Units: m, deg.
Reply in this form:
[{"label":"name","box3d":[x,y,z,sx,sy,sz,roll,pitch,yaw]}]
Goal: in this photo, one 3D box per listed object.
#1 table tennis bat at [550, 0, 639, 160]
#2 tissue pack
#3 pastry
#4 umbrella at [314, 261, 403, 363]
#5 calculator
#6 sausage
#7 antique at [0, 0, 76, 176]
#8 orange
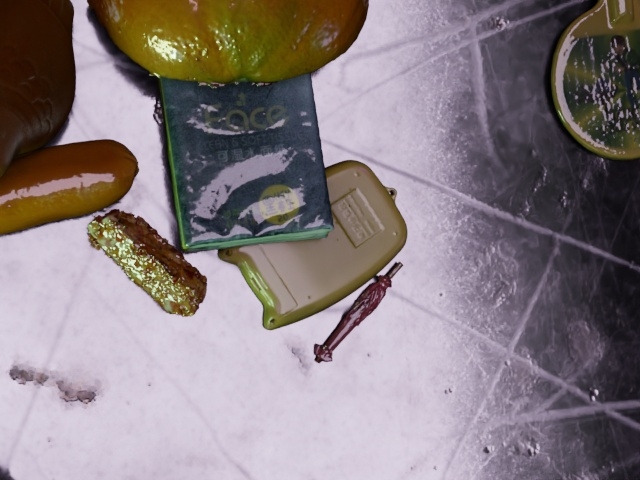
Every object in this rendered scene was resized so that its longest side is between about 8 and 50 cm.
[{"label":"table tennis bat","box3d":[0.391,-0.264,1.949,0.198,0.050,0.321,-6,94,-8]},{"label":"tissue pack","box3d":[-0.095,-0.121,1.825,0.185,0.081,0.257,-7,81,-11]},{"label":"pastry","box3d":[-0.206,0.021,1.820,0.169,0.087,0.063,45,49,-6]},{"label":"umbrella","box3d":[0.049,0.090,1.888,0.027,0.025,0.165,43,84,-28]},{"label":"calculator","box3d":[0.000,0.000,1.878,0.236,0.033,0.157,-35,93,-10]},{"label":"sausage","box3d":[-0.334,-0.064,1.793,0.238,0.098,0.098,-16,91,-7]},{"label":"antique","box3d":[-0.387,-0.193,1.734,0.223,0.129,0.278,40,51,-43]},{"label":"orange","box3d":[-0.097,-0.313,1.796,0.310,0.274,0.274,20,85,-31]}]
